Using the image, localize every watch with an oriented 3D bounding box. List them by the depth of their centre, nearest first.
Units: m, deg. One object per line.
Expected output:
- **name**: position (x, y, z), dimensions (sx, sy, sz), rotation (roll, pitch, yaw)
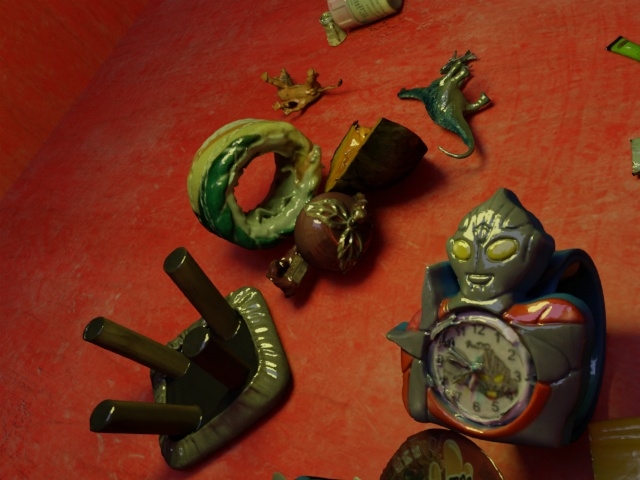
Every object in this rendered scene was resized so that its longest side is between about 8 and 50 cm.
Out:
- **watch**: position (0.250, 0.092, 0.795), dimensions (0.241, 0.274, 0.305), rotation (3, 91, 41)

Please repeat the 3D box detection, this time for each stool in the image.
- **stool**: position (-0.252, 0.214, 1.172), dimensions (0.310, 0.226, 0.310), rotation (-38, 42, 8)

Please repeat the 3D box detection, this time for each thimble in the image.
- **thimble**: position (-0.132, -0.125, 1.328), dimensions (0.288, 0.254, 0.167), rotation (-42, 33, -16)

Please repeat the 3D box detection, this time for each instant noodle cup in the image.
- **instant noodle cup**: position (0.173, 0.370, 0.755), dimensions (0.274, 0.091, 0.274), rotation (-31, 53, 51)

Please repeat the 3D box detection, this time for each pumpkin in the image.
- **pumpkin**: position (0.107, -0.141, 1.243), dimensions (0.169, 0.148, 0.312), rotation (-65, 8, 3)

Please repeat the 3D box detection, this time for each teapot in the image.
- **teapot**: position (0.032, -0.579, 1.711), dimensions (0.057, 0.083, 0.067), rotation (-30, 40, 10)

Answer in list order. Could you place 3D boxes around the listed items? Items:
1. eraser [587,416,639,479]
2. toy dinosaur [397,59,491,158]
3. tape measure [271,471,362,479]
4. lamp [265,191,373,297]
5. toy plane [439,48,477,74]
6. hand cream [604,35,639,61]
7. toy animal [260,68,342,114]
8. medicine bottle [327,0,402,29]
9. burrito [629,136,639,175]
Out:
- **eraser**: position (0.419, 0.273, 0.684), dimensions (0.226, 0.069, 0.158), rotation (-13, 48, 31)
- **toy dinosaur**: position (0.264, -0.285, 1.283), dimensions (0.147, 0.076, 0.363), rotation (-44, 34, 16)
- **tape measure**: position (0.031, 0.439, 0.746), dimensions (0.262, 0.138, 0.259), rotation (0, 81, 60)
- **lamp**: position (0.010, 0.006, 1.202), dimensions (0.215, 0.151, 0.223), rotation (-55, -2, -33)
- **toy plane**: position (0.298, -0.386, 1.367), dimensions (0.083, 0.031, 0.078), rotation (-34, 41, 11)
- **hand cream**: position (0.562, -0.336, 1.116), dimensions (0.036, 0.023, 0.122), rotation (-42, 36, 8)
- **toy animal**: position (-0.037, -0.386, 1.613), dimensions (0.255, 0.114, 0.116), rotation (10, 21, 39)
- **medicine bottle**: position (0.117, -0.643, 1.655), dimensions (0.168, 0.135, 0.135), rotation (-10, 51, 33)
- **burrito**: position (0.535, -0.142, 0.957), dimensions (0.118, 0.044, 0.074), rotation (-16, 45, 33)
